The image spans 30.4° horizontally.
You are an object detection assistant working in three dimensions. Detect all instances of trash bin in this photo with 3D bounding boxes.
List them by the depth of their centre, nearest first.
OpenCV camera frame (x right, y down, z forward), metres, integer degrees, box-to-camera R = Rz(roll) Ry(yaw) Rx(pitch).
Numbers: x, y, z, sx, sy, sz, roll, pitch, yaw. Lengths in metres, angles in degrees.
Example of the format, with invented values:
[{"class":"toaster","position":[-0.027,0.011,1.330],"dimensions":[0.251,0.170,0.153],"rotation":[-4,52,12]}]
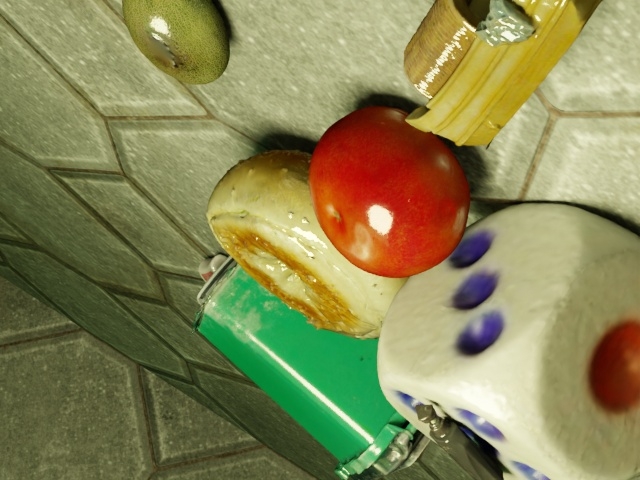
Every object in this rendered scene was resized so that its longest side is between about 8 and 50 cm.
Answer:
[{"class":"trash bin","position":[0.016,0.162,1.744],"dimensions":[0.381,0.259,0.295],"rotation":[37,161,2]}]

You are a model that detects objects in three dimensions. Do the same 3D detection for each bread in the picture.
[{"class":"bread","position":[0.000,0.000,1.525],"dimensions":[0.305,0.159,0.305],"rotation":[28,157,14]}]

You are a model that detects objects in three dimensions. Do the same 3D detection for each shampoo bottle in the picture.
[{"class":"shampoo bottle","position":[0.144,0.214,1.216],"dimensions":[0.048,0.027,0.137],"rotation":[11,151,53]},{"class":"shampoo bottle","position":[-0.182,0.060,2.135],"dimensions":[0.072,0.043,0.099],"rotation":[40,160,-15]}]

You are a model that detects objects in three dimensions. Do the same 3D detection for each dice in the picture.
[{"class":"dice","position":[0.236,0.121,1.273],"dimensions":[0.243,0.259,0.251],"rotation":[47,158,-27]}]

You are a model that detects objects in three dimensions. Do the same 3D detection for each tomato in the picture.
[{"class":"tomato","position":[0.068,-0.050,1.279],"dimensions":[0.195,0.136,0.195],"rotation":[37,143,35]}]

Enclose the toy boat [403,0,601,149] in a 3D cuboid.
[{"class":"toy boat","position":[0.141,-0.168,0.999],"dimensions":[0.115,0.089,0.310],"rotation":[37,161,2]}]

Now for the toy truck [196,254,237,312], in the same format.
[{"class":"toy truck","position":[-0.048,0.171,2.011],"dimensions":[0.367,0.146,0.175],"rotation":[45,170,-23]}]

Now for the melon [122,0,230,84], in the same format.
[{"class":"melon","position":[-0.159,-0.237,1.317],"dimensions":[0.099,0.099,0.162],"rotation":[20,157,37]}]
